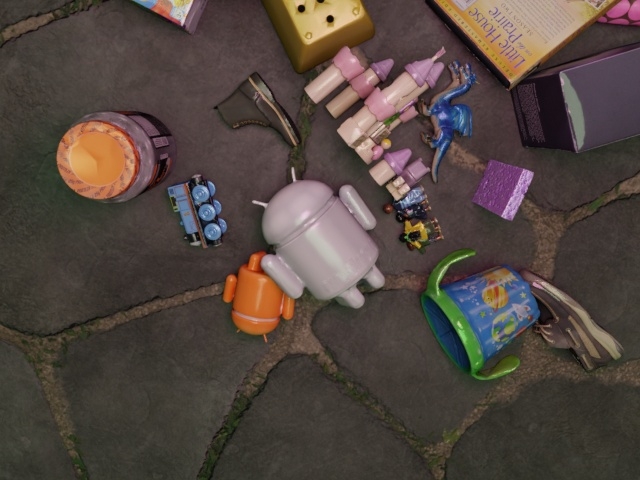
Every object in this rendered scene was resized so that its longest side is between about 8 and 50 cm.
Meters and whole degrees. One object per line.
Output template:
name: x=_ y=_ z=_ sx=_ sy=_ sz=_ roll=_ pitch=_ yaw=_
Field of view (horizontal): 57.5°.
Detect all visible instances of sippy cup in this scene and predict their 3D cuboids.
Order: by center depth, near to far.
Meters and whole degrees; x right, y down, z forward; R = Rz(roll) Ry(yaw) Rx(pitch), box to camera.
sippy cup: x=0.403 y=0.178 z=1.446 sx=0.224 sy=0.240 sz=0.305 roll=-28 pitch=141 yaw=-7

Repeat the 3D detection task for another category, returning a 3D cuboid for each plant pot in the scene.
plant pot: x=-0.004 y=-0.516 z=1.289 sx=0.212 sy=0.187 sz=0.212 roll=-26 pitch=102 yaw=4

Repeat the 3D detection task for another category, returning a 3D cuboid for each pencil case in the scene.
pencil case: x=0.694 y=-0.560 z=1.360 sx=0.210 sy=0.095 sz=0.098 roll=8 pitch=64 yaw=-6

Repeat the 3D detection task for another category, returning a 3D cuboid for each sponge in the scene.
sponge: x=0.425 y=-0.123 z=1.377 sx=0.031 sy=0.210 sz=0.117 roll=20 pitch=101 yaw=-8

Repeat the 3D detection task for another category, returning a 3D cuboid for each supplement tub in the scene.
supplement tub: x=-0.439 y=-0.186 z=1.276 sx=0.194 sy=0.316 sz=0.193 roll=0 pitch=102 yaw=-2

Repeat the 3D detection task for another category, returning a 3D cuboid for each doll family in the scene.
doll family: x=0.229 y=-0.050 z=1.459 sx=0.111 sy=0.076 sz=0.192 roll=-24 pitch=97 yaw=7

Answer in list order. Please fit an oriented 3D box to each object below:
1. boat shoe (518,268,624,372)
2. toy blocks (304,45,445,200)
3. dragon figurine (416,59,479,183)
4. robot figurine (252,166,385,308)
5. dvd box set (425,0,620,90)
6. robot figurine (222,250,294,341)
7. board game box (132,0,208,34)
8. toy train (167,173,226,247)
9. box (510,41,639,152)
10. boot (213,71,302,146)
boat shoe: x=0.621 y=0.218 z=1.498 sx=0.355 sy=0.132 sz=0.130 roll=41 pitch=97 yaw=-8
toy blocks: x=0.175 y=-0.285 z=1.271 sx=0.260 sy=0.288 sz=0.309 roll=-38 pitch=86 yaw=11
dragon figurine: x=0.316 y=-0.282 z=1.402 sx=0.144 sy=0.085 sz=0.289 roll=-10 pitch=101 yaw=0
robot figurine: x=0.000 y=0.000 z=1.391 sx=0.300 sy=0.200 sz=0.353 roll=-44 pitch=101 yaw=-18
dvd box set: x=0.490 y=-0.581 z=1.300 sx=0.420 sy=0.062 sz=0.307 roll=-39 pitch=76 yaw=5
robot figurine: x=-0.154 y=0.139 z=1.454 sx=0.158 sy=0.128 sz=0.219 roll=6 pitch=101 yaw=-25
board game box: x=-0.389 y=-0.590 z=1.280 sx=0.275 sy=0.142 sz=0.144 roll=26 pitch=100 yaw=-7
toy train: x=-0.300 y=-0.068 z=1.431 sx=0.105 sy=0.080 sz=0.184 roll=-12 pitch=105 yaw=10
box: x=0.628 y=-0.325 z=1.299 sx=0.297 sy=0.294 sz=0.182 roll=-17 pitch=102 yaw=1
boot: x=-0.148 y=-0.282 z=1.398 sx=0.137 sy=0.077 sz=0.197 roll=-35 pitch=88 yaw=10
